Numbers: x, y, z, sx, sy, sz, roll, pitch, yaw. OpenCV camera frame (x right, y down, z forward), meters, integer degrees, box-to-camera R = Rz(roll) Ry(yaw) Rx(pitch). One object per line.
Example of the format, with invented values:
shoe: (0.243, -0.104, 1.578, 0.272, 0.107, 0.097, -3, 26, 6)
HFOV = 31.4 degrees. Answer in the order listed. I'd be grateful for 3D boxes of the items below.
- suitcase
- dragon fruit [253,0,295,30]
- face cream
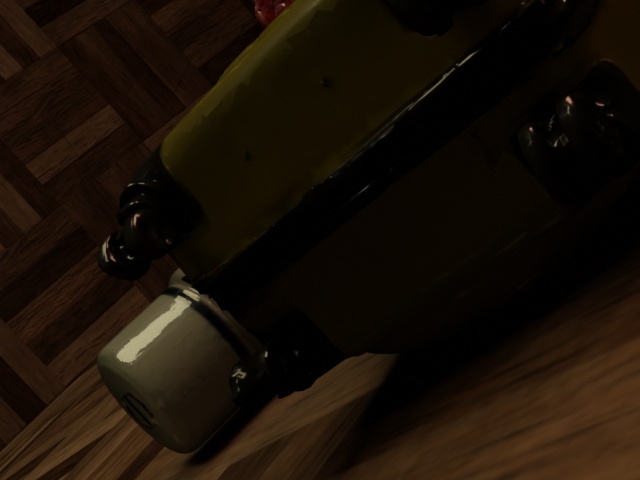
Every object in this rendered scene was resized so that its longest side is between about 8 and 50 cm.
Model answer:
suitcase: (0.045, -0.048, 0.475, 0.194, 0.143, 0.235, -40, 7, 30)
dragon fruit: (0.039, -0.232, 0.959, 0.147, 0.282, 0.211, 19, -74, -51)
face cream: (0.000, 0.000, 0.713, 0.314, 0.089, 0.143, -42, 4, -24)
